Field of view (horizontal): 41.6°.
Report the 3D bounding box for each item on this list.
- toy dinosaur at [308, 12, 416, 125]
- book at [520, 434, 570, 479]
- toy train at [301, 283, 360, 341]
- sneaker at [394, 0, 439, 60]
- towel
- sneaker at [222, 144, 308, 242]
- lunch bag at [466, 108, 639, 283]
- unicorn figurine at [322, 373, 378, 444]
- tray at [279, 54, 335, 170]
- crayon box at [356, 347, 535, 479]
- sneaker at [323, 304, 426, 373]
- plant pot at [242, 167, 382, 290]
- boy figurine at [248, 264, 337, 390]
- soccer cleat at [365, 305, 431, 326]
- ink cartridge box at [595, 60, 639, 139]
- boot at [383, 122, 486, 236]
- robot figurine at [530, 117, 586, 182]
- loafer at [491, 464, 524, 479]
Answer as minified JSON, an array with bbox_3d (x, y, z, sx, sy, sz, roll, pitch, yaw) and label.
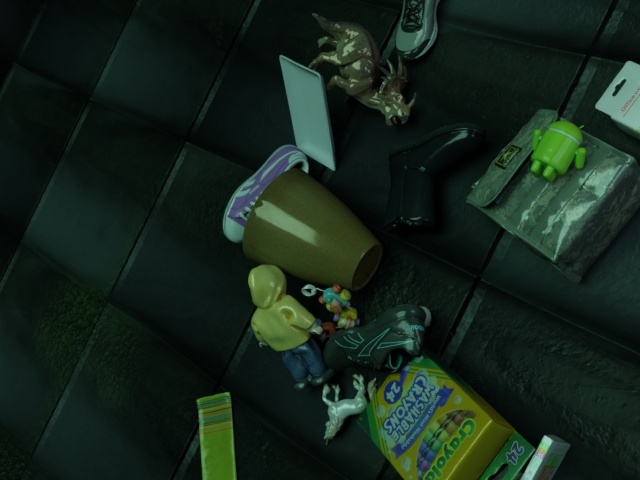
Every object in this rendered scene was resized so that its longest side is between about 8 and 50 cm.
[{"bbox_3d":[0.097,-0.402,1.912,0.200,0.127,0.295,-15,110,28],"label":"toy dinosaur"},{"bbox_3d":[0.384,0.415,1.494,0.035,0.096,0.144,29,93,34],"label":"book"},{"bbox_3d":[0.018,0.165,1.818,0.125,0.166,0.046,-6,42,10],"label":"toy train"},{"bbox_3d":[0.223,-0.543,1.930,0.100,0.108,0.271,14,85,36],"label":"sneaker"},{"bbox_3d":[-0.243,0.479,1.973,0.102,0.021,0.237,-21,64,30],"label":"towel"},{"bbox_3d":[-0.131,-0.098,1.999,0.282,0.102,0.161,-55,24,9],"label":"sneaker"},{"bbox_3d":[0.432,-0.103,1.594,0.235,0.169,0.287,-52,48,6],"label":"lunch bag"},{"bbox_3d":[0.049,0.352,1.780,0.162,0.060,0.111,-28,60,26],"label":"unicorn figurine"},{"bbox_3d":[-0.020,-0.299,1.959,0.030,0.270,0.145,-35,47,-25],"label":"tray"},{"bbox_3d":[0.224,0.364,1.587,0.203,0.083,0.323,-56,38,7],"label":"crayon box"},{"bbox_3d":[0.102,0.218,1.679,0.267,0.101,0.106,-34,51,41],"label":"sneaker"},{"bbox_3d":[0.000,0.000,1.849,0.254,0.237,0.237,30,93,25],"label":"plant pot"},{"bbox_3d":[-0.079,0.185,1.817,0.177,0.092,0.285,-26,95,40],"label":"boy figurine"},{"bbox_3d":[0.139,0.182,1.763,0.196,0.076,0.068,-27,60,26],"label":"soccer cleat"},{"bbox_3d":[0.627,-0.239,1.561,0.198,0.067,0.115,41,99,36],"label":"ink cartridge box"},{"bbox_3d":[0.241,-0.121,1.778,0.247,0.094,0.207,-15,63,39],"label":"boot"},{"bbox_3d":[0.415,-0.160,1.480,0.101,0.067,0.115,29,87,31],"label":"robot figurine"},{"bbox_3d":[0.325,0.460,1.561,0.125,0.045,0.039,-41,38,10],"label":"loafer"}]
